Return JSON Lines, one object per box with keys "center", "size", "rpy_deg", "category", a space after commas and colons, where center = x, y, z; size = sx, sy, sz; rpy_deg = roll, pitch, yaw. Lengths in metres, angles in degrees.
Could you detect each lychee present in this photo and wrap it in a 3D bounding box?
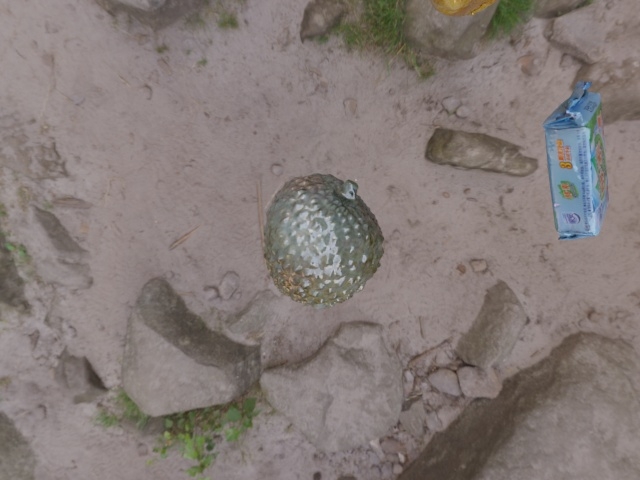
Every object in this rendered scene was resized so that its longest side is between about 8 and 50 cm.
{"center": [0.000, 0.000, 0.810], "size": [0.255, 0.255, 0.274], "rpy_deg": [34, 119, -1], "category": "lychee"}

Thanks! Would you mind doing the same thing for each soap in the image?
{"center": [0.494, -0.143, 0.778], "size": [0.077, 0.156, 0.293], "rpy_deg": [2, 122, 44], "category": "soap"}

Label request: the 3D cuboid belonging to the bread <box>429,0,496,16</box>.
{"center": [0.227, -0.408, 0.456], "size": [0.132, 0.294, 0.167], "rpy_deg": [-28, 93, -36], "category": "bread"}
